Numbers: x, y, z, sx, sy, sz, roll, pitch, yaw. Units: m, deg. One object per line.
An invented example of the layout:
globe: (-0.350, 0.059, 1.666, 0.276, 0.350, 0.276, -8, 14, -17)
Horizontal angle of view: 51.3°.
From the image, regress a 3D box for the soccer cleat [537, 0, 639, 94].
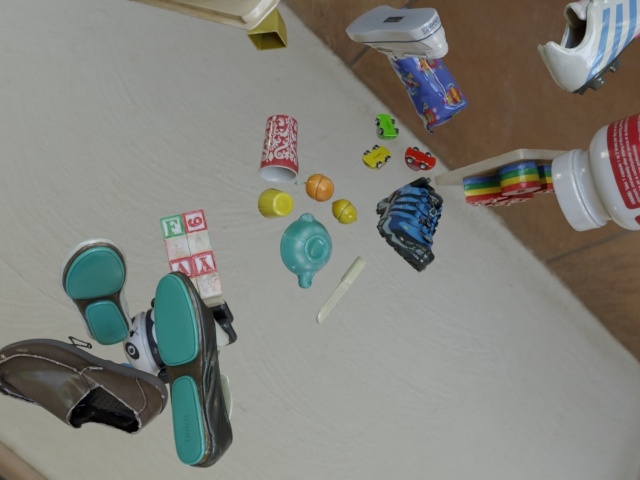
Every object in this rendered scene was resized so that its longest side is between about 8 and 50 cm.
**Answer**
soccer cleat: (0.540, -0.418, 1.221, 0.143, 0.331, 0.116, 44, 174, -8)

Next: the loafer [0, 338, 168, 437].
loafer: (-0.498, 0.300, 1.348, 0.366, 0.130, 0.133, 12, 111, -3)

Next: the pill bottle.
pill bottle: (0.687, -0.153, 1.314, 0.408, 0.229, 0.229, -19, 119, 38)

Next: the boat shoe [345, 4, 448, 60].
boat shoe: (0.137, -0.375, 1.236, 0.084, 0.095, 0.258, 54, 172, -32)

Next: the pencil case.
pencil case: (0.245, -0.424, 1.669, 0.306, 0.119, 0.133, 57, 165, -2)

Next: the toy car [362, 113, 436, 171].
toy car: (0.217, -0.294, 2.045, 0.239, 0.225, 0.053, -1, 144, -18)

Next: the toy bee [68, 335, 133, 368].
toy bee: (-0.565, 0.384, 1.723, 0.298, 0.162, 0.195, 32, 154, -26)

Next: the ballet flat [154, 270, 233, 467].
ballet flat: (-0.180, 0.184, 0.974, 0.095, 0.096, 0.280, -12, 81, 32)

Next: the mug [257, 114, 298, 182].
mug: (-0.118, -0.260, 1.933, 0.113, 0.169, 0.150, 3, 161, -1)

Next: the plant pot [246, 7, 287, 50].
plant pot: (-0.130, -0.530, 1.651, 0.082, 0.083, 0.081, -2, 165, 16)

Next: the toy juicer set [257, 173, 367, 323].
toy juicer set: (0.000, 0.000, 1.547, 0.089, 0.209, 0.329, 8, 125, 58)

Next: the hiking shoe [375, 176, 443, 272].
hiking shoe: (0.192, -0.049, 1.366, 0.132, 0.304, 0.113, -43, 111, 16)

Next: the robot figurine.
robot figurine: (-0.358, 0.237, 1.683, 0.209, 0.278, 0.173, -110, 5, -75)

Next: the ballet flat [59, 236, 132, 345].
ballet flat: (-0.488, 0.086, 1.452, 0.139, 0.139, 0.400, 30, 145, 13)

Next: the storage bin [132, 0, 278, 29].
storage bin: (-0.176, -0.349, 0.636, 0.260, 0.123, 0.262, 26, 170, 35)

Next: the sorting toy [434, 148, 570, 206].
sorting toy: (0.463, -0.144, 1.630, 0.257, 0.255, 0.089, -15, 81, 51)

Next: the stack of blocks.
stack of blocks: (-0.263, 0.060, 1.402, 0.297, 0.087, 0.171, 122, 134, -76)
